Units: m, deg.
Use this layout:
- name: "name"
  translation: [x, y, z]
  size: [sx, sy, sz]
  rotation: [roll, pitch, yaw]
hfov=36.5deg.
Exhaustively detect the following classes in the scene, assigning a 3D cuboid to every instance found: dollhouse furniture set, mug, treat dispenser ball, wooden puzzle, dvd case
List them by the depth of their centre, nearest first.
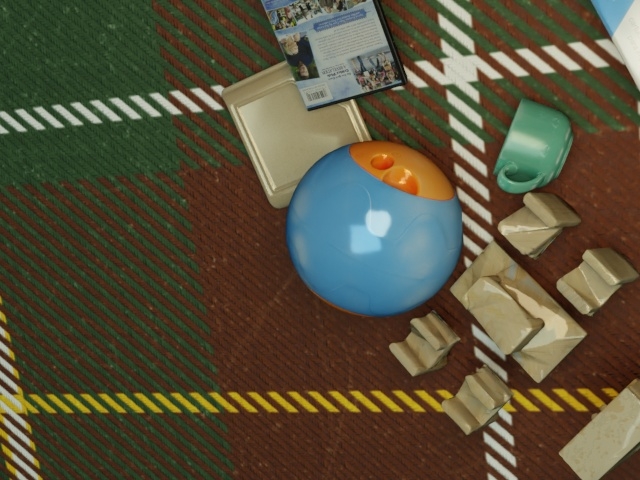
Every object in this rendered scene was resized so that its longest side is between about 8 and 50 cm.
- name: "mug"
  translation: [0.337, -0.137, 1.539]
  size: [0.097, 0.129, 0.158]
  rotation: [21, 87, 7]
- name: "dvd case"
  translation: [0.017, -0.340, 1.558]
  size: [0.180, 0.022, 0.253]
  rotation: [-13, 121, 19]
- name: "treat dispenser ball"
  translation: [0.087, -0.019, 1.572]
  size: [0.288, 0.288, 0.288]
  rotation: [5, 107, 16]
- name: "dollhouse furniture set"
  translation: [0.398, 0.177, 1.611]
  size: [0.394, 0.256, 0.362]
  rotation: [48, 114, 23]
- name: "wooden puzzle"
  translation: [-0.031, -0.196, 1.696]
  size: [0.221, 0.044, 0.239]
  rotation: [-21, 103, 21]

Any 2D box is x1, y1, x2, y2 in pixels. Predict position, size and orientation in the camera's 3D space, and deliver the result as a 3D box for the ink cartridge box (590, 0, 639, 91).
- name: "ink cartridge box"
  translation: [0.590, -0.382, 1.351]
  size: [0.395, 0.166, 0.285]
  rotation: [-29, 84, 22]
